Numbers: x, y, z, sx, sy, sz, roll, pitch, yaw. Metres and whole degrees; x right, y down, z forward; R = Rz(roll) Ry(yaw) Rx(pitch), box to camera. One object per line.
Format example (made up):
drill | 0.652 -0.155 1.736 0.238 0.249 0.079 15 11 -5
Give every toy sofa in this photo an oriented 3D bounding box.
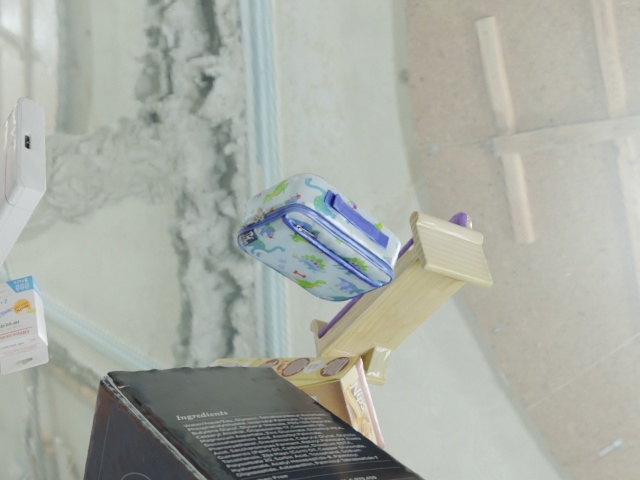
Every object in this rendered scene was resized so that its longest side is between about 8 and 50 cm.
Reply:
toy sofa | 0.133 0.093 1.669 0.362 0.150 0.177 -49 -144 38

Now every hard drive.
hard drive | -0.503 -0.012 1.355 0.353 0.047 0.233 -52 -145 25

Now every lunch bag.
lunch bag | 0.000 0.000 1.358 0.219 0.090 0.176 37 -38 -29

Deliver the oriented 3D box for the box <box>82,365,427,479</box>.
box | -0.099 0.470 1.165 0.472 0.297 0.480 26 -72 49

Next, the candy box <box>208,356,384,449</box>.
candy box | -0.058 0.308 1.646 0.316 0.087 0.183 -5 -70 32

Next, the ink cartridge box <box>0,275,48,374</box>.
ink cartridge box | -0.626 0.173 1.890 0.061 0.104 0.181 82 -9 -59
